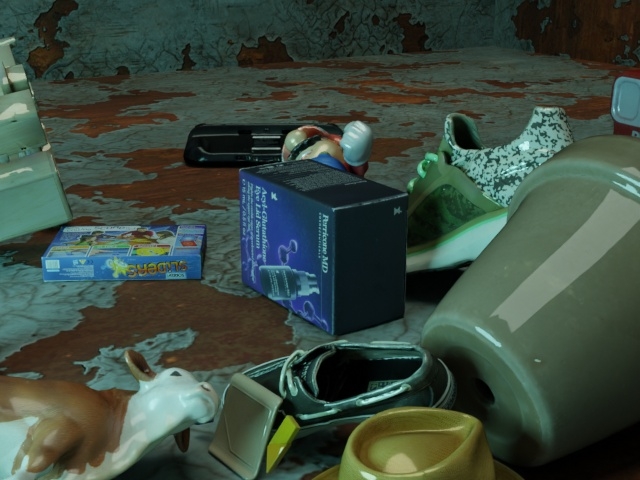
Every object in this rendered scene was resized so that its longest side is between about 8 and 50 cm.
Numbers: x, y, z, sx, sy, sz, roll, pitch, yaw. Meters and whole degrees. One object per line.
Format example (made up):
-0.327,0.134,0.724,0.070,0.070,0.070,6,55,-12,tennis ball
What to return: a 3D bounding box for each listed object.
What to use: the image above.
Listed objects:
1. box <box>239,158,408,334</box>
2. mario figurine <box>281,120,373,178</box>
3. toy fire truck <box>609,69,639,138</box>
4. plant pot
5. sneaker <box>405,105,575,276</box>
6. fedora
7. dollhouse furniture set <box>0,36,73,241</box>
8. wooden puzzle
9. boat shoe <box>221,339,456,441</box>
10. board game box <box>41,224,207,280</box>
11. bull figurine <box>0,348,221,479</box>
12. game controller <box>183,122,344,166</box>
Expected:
0.000,0.000,1.126,0.108,0.153,0.207,-12,21,-33,box
-0.021,-0.104,1.425,0.198,0.170,0.320,-2,20,1,mario figurine
0.482,-0.078,1.206,0.169,0.254,0.302,-10,21,-28,toy fire truck
0.215,0.074,0.824,0.229,0.263,0.263,-32,32,-25,plant pot
0.168,-0.057,1.148,0.158,0.182,0.410,-6,-5,-43,sneaker
0.073,0.177,0.706,0.194,0.079,0.194,1,18,0,fedora
-0.488,-0.173,1.345,0.173,0.303,0.356,-18,55,-14,dollhouse furniture set
-0.062,0.156,0.794,0.014,0.079,0.116,19,9,-42,wooden puzzle
0.002,0.118,0.801,0.219,0.070,0.078,-11,52,26,boat shoe
-0.256,0.014,1.267,0.201,0.035,0.136,-1,18,-3,board game box
-0.235,0.158,0.724,0.310,0.101,0.188,1,20,2,bull figurine
-0.105,-0.182,1.854,0.319,0.067,0.166,-1,33,-2,game controller
